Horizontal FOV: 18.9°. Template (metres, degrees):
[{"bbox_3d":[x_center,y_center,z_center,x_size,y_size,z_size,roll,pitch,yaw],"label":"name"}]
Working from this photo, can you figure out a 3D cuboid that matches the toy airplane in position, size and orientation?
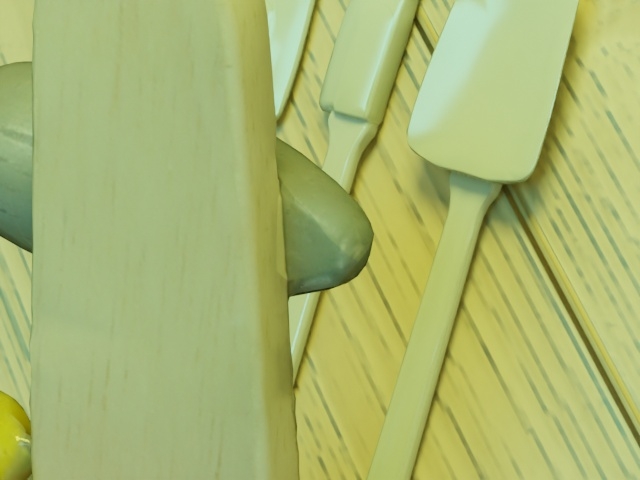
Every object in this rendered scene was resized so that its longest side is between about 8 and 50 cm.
[{"bbox_3d":[-0.066,0.137,0.618,0.386,0.272,0.384,-41,101,15],"label":"toy airplane"}]

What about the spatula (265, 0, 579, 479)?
[{"bbox_3d":[0.000,0.000,0.721,0.168,0.019,0.242,18,92,35],"label":"spatula"}]
